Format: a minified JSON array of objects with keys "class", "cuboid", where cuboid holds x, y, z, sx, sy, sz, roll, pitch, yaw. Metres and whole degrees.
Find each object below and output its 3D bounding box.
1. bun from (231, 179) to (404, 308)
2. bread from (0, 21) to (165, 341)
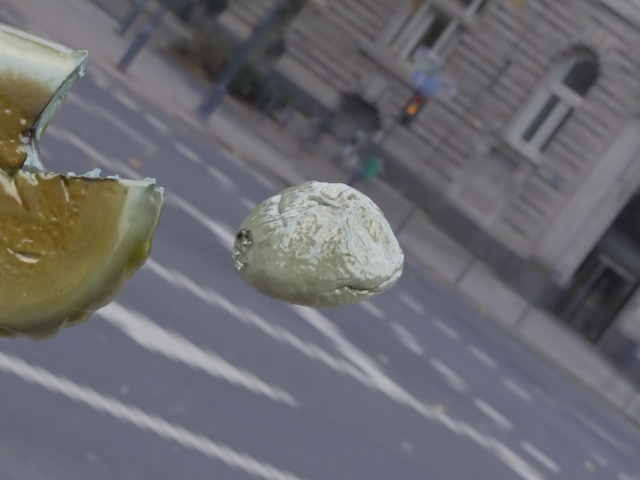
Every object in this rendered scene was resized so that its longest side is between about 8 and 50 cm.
[{"class":"bun","cuboid":[0.000,0.000,2.289,0.220,0.134,0.220,6,21,-2]},{"class":"bread","cuboid":[-0.331,-0.056,1.822,0.333,0.333,0.160,36,-4,-8]}]
